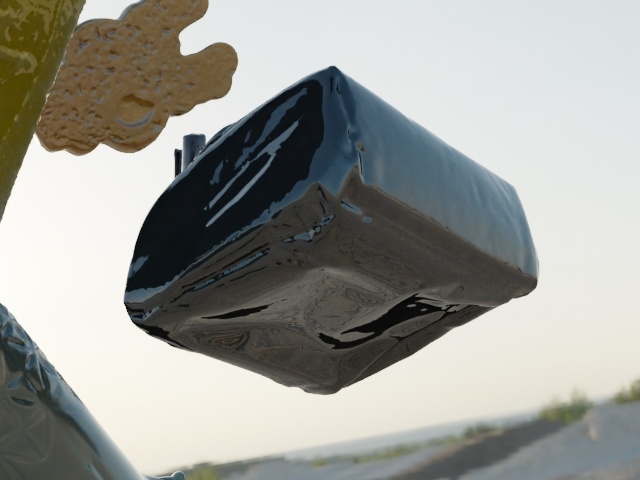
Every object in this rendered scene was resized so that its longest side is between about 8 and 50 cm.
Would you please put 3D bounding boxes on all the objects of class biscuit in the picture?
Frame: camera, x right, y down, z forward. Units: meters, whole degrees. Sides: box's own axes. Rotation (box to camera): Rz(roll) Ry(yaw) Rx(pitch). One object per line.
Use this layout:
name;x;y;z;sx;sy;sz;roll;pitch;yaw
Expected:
biscuit;-0.198;-0.170;1.404;0.236;0.144;0.040;-33;9;-20

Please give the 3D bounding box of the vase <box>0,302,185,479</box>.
vase;-0.278;0.185;1.203;0.251;0.301;0.156;-37;29;-22

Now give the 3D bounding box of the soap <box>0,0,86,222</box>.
soap;-0.288;-0.167;1.068;0.091;0.315;0.199;26;4;27

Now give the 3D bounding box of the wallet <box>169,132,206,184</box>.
wallet;-0.163;0.000;1.632;0.049;0.229;0.182;2;-18;-11

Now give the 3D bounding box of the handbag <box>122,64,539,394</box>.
handbag;0.000;-0.003;1.161;0.275;0.178;0.302;-26;-31;30
